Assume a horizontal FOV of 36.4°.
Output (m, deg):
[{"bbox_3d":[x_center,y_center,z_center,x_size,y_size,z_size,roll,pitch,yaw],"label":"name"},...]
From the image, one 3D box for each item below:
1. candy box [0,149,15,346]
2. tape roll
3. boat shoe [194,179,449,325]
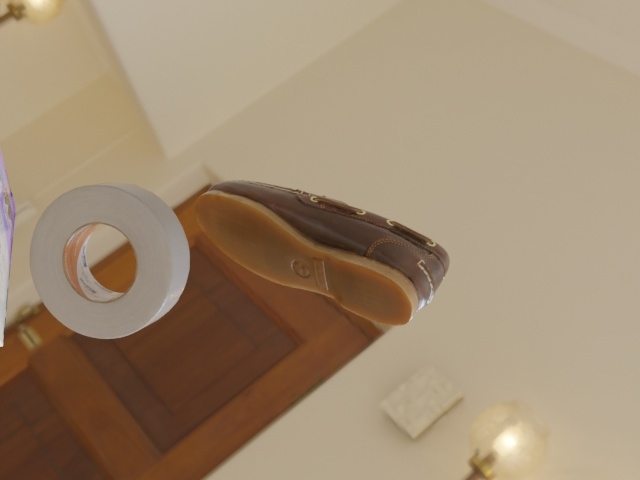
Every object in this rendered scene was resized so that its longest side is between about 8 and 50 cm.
[{"bbox_3d":[-0.341,-0.021,0.914,0.196,0.070,0.165,-103,-169,-46],"label":"candy box"},{"bbox_3d":[-0.301,0.027,1.395,0.219,0.219,0.072,52,14,3],"label":"tape roll"},{"bbox_3d":[0.000,0.000,0.763,0.207,0.073,0.073,25,-41,21],"label":"boat shoe"}]
